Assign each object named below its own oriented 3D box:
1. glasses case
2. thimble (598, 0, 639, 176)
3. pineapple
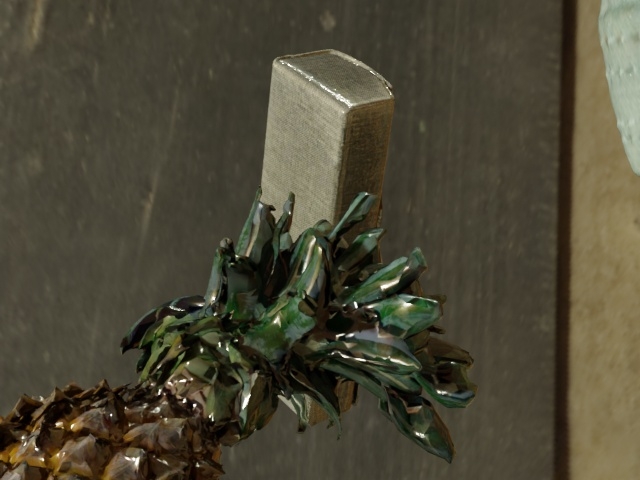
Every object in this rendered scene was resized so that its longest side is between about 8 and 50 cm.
[{"bbox_3d":[0.000,0.000,0.872,0.047,0.205,0.071,-15,37,-33],"label":"glasses case"},{"bbox_3d":[0.330,-0.144,1.231,0.205,0.250,0.172,-11,98,17],"label":"thimble"},{"bbox_3d":[-0.048,0.073,0.487,0.221,0.083,0.103,-38,65,-24],"label":"pineapple"}]
